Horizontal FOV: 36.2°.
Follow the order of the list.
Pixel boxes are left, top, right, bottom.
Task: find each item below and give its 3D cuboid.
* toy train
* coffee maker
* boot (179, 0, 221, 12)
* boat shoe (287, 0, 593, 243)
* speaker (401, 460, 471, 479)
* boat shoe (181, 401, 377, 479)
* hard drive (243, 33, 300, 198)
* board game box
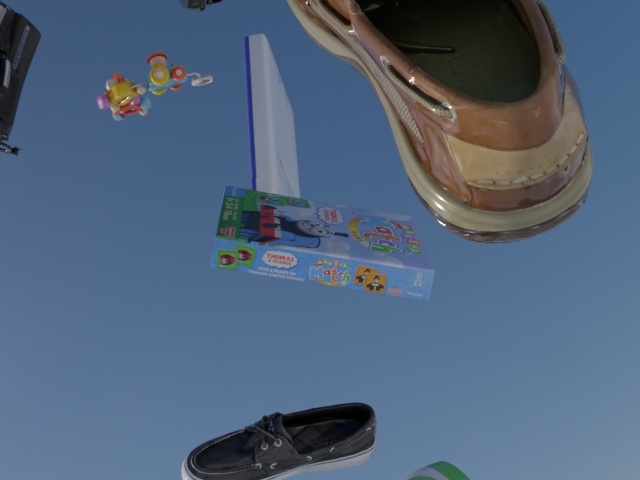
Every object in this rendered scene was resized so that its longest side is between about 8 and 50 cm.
[{"bbox_3d":[-0.235,-0.211,1.328,0.166,0.046,0.125,-19,-3,25],"label":"toy train"},{"bbox_3d":[-0.499,-0.249,1.473,0.171,0.120,0.178,98,-177,-69],"label":"coffee maker"},{"bbox_3d":[-0.034,-0.437,1.228,0.260,0.131,0.348,7,-65,-20],"label":"boot"},{"bbox_3d":[0.055,-0.150,0.565,0.122,0.324,0.120,-27,-33,-5],"label":"boat shoe"},{"bbox_3d":[0.063,0.390,1.158,0.296,0.131,0.131,-32,-28,-22],"label":"speaker"},{"bbox_3d":[-0.041,0.225,1.093,0.228,0.080,0.076,-5,-50,-15],"label":"boat shoe"},{"bbox_3d":[-0.073,-0.138,1.545,0.040,0.319,0.210,-11,-35,7],"label":"hard drive"},{"bbox_3d":[0.000,0.000,0.998,0.211,0.160,0.039,10,-71,-6],"label":"board game box"}]
